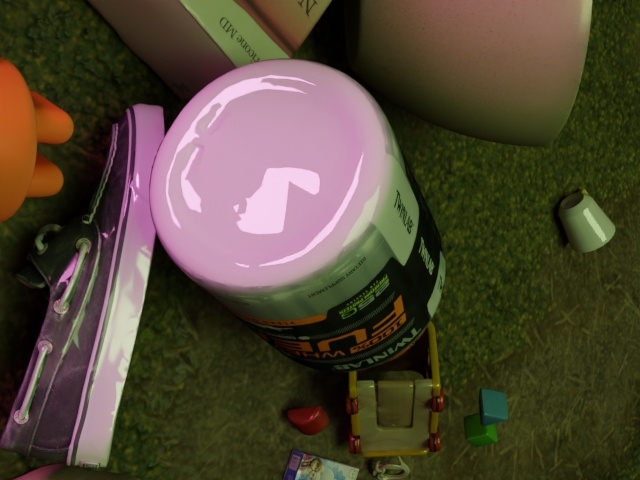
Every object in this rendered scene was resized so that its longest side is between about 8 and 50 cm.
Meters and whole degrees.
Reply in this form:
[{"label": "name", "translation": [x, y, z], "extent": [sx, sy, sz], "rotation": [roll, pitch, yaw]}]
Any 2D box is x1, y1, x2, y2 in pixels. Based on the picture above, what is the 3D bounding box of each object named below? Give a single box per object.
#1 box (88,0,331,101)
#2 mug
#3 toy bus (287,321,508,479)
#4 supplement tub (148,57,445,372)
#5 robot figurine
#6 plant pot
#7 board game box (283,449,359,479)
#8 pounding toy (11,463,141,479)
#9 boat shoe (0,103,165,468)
[{"label": "box", "translation": [-0.069, -0.252, 0.863], "extent": [0.148, 0.126, 0.232], "rotation": [47, 65, -36]}, {"label": "mug", "translation": [0.341, -0.030, 1.319], "extent": [0.062, 0.078, 0.064], "rotation": [-35, 113, 4]}, {"label": "toy bus", "translation": [0.077, 0.157, 1.062], "extent": [0.191, 0.202, 0.104], "rotation": [28, 47, -34]}, {"label": "supplement tub", "translation": [0.000, 0.000, 0.860], "extent": [0.194, 0.193, 0.316], "rotation": [-67, 157, -13]}, {"label": "robot figurine", "translation": [-0.285, -0.070, 0.694], "extent": [0.219, 0.158, 0.128], "rotation": [0, 62, -42]}, {"label": "plant pot", "translation": [0.124, -0.232, 0.975], "extent": [0.190, 0.284, 0.284], "rotation": [-1, 98, -6]}, {"label": "board game box", "translation": [-0.007, 0.275, 1.064], "extent": [0.090, 0.020, 0.090], "rotation": [26, 79, -42]}, {"label": "pounding toy", "translation": [-0.255, 0.222, 0.744], "extent": [0.269, 0.154, 0.155], "rotation": [-15, 106, -40]}, {"label": "boat shoe", "translation": [-0.193, 0.027, 0.814], "extent": [0.102, 0.108, 0.301], "rotation": [12, 82, -12]}]
